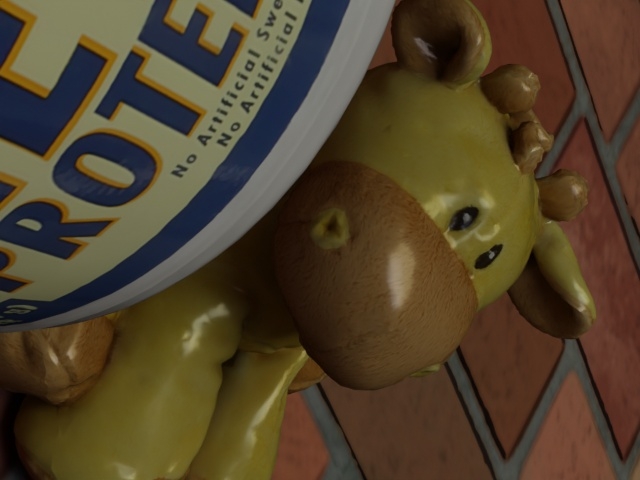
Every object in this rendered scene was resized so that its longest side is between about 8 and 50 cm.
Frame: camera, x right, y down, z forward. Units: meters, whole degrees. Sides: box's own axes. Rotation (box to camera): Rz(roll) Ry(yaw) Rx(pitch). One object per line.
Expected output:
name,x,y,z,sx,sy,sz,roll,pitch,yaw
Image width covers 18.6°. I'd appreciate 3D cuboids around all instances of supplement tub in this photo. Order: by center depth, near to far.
supplement tub,-0.151,-0.104,0.388,0.325,0.235,0.235,8,82,-56

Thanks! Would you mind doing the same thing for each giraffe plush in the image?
giraffe plush,0.000,0.000,0.673,0.181,0.170,0.210,37,58,-50
